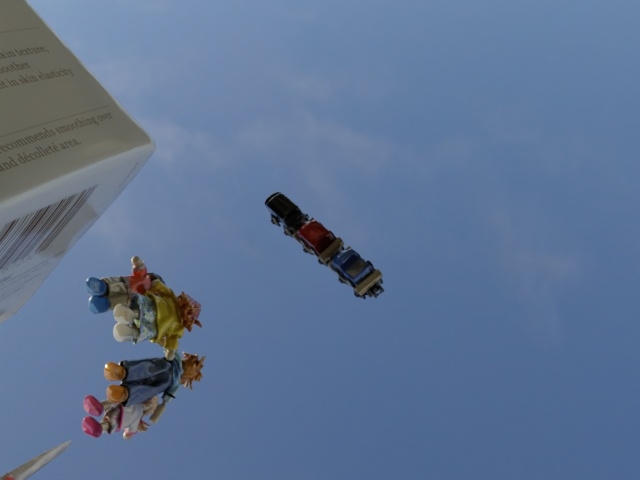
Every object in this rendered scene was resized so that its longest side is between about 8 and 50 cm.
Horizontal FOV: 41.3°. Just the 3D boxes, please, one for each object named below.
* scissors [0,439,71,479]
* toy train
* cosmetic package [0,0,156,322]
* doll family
[{"bbox_3d":[-0.422,0.315,1.101,0.021,0.109,0.297,-28,-165,25],"label":"scissors"},{"bbox_3d":[0.000,0.000,0.686,0.027,0.036,0.158,-40,-137,-10],"label":"toy train"},{"bbox_3d":[-0.454,-0.099,0.833,0.394,0.327,0.329,48,-152,1],"label":"cosmetic package"},{"bbox_3d":[-0.226,0.156,1.168,0.118,0.263,0.163,6,-175,28],"label":"doll family"}]
